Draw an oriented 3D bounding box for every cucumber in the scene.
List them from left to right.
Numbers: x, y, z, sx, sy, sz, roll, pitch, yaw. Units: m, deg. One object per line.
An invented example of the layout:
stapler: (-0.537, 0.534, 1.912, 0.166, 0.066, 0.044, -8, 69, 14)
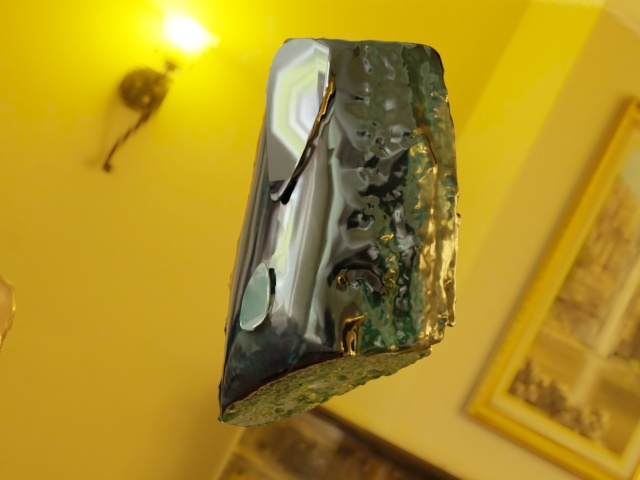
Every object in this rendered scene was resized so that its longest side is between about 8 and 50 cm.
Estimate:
cucumber: (0.000, 0.000, 0.723, 0.115, 0.193, 0.086, 7, -1, 38)

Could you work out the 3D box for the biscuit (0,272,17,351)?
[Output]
biscuit: (-0.313, -0.004, 0.793, 0.312, 0.057, 0.351, 13, -24, 12)
